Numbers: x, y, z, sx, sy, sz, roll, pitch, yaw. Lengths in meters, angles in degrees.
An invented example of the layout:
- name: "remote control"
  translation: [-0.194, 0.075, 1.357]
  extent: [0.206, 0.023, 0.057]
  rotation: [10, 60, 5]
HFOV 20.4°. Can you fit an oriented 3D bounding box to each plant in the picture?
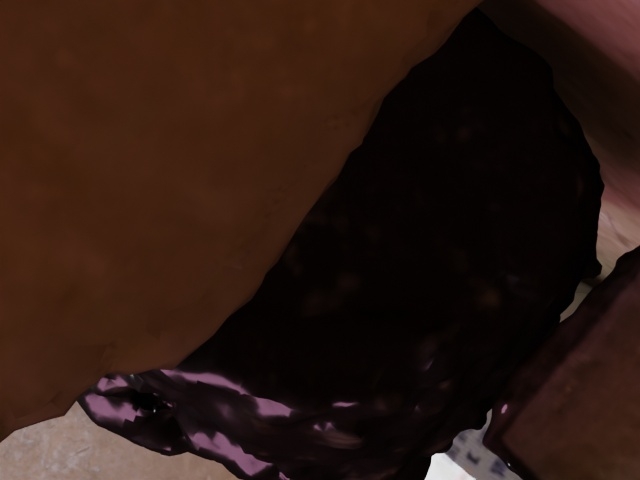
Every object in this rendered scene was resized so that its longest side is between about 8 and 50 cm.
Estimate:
- name: "plant"
  translation: [0.000, 0.000, 0.642]
  extent: [0.178, 0.204, 0.234]
  rotation: [38, 172, 6]

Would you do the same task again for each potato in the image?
- name: "potato"
  translation: [0.122, 0.046, 0.558]
  extent: [0.086, 0.122, 0.061]
  rotation: [43, -177, 42]

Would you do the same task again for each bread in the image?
- name: "bread"
  translation: [-0.195, -0.132, 0.411]
  extent: [0.390, 0.279, 0.371]
  rotation: [41, 178, -22]

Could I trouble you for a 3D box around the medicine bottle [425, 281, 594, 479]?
- name: "medicine bottle"
  translation: [0.134, 0.133, 0.868]
  extent: [0.190, 0.190, 0.332]
  rotation: [44, 175, -40]
